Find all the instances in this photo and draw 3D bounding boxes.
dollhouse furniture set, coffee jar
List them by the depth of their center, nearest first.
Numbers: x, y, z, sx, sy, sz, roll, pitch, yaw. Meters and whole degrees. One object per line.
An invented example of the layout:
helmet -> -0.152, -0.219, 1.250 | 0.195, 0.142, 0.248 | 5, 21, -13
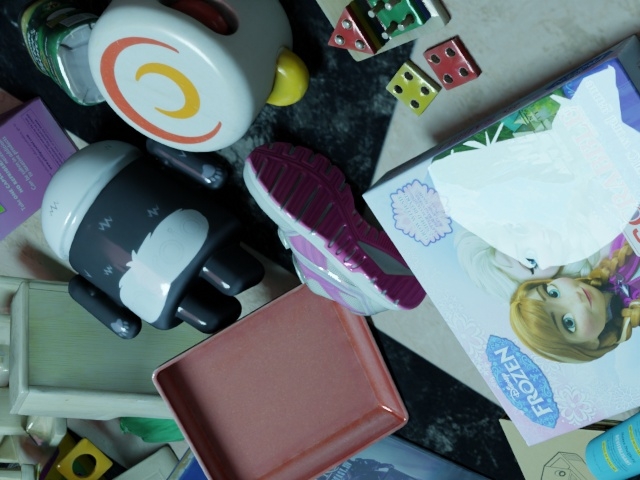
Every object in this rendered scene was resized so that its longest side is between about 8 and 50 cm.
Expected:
coffee jar -> -0.284, -0.221, 1.695 | 0.184, 0.079, 0.096 | 38, 151, 59
dollhouse furniture set -> -0.324, 0.222, 2.026 | 0.256, 0.362, 0.394 | 7, 148, -22

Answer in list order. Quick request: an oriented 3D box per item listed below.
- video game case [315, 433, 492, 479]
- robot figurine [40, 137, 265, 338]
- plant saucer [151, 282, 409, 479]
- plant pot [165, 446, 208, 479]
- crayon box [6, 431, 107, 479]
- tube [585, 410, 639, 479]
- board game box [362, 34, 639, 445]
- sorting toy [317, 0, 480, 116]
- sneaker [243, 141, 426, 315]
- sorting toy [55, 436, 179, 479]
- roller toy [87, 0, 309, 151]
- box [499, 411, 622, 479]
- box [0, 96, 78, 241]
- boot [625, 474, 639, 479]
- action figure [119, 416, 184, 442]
video game case -> 0.053, 0.322, 1.866 | 0.274, 0.196, 0.026 | 23, 143, 24
robot figurine -> -0.206, -0.003, 1.814 | 0.278, 0.209, 0.173 | 34, 158, 10
plant saucer -> -0.049, 0.182, 1.813 | 0.048, 0.258, 0.259 | 45, 163, 59
plant pot -> -0.095, 0.385, 2.006 | 0.236, 0.236, 0.212 | 8, 133, 30
crayon box -> -0.395, 0.509, 2.307 | 0.106, 0.363, 0.313 | -31, 104, 19
tube -> 0.350, 0.195, 1.519 | 0.207, 0.052, 0.080 | -43, 69, 53
board game box -> 0.249, 0.013, 1.438 | 0.318, 0.066, 0.318 | -29, 98, 39
sorting toy -> 0.043, -0.235, 1.473 | 0.132, 0.046, 0.274 | -15, 115, 48
sneaker -> 0.000, 0.000, 1.687 | 0.252, 0.103, 0.111 | 47, 140, -4
sorting toy -> -0.277, 0.428, 2.279 | 0.347, 0.196, 0.047 | 62, 167, -23
roller toy -> -0.131, -0.205, 1.574 | 0.209, 0.146, 0.191 | -1, 134, 35
box -> 0.312, 0.288, 1.750 | 0.164, 0.021, 0.201 | 0, 126, 42
box -> -0.462, -0.054, 1.928 | 0.213, 0.243, 0.117 | -15, 115, 48
boot -> 0.562, 0.351, 1.483 | 0.445, 0.146, 0.367 | 49, 151, -2
action figure -> -0.223, 0.242, 2.142 | 0.232, 0.063, 0.137 | -24, 110, 46
